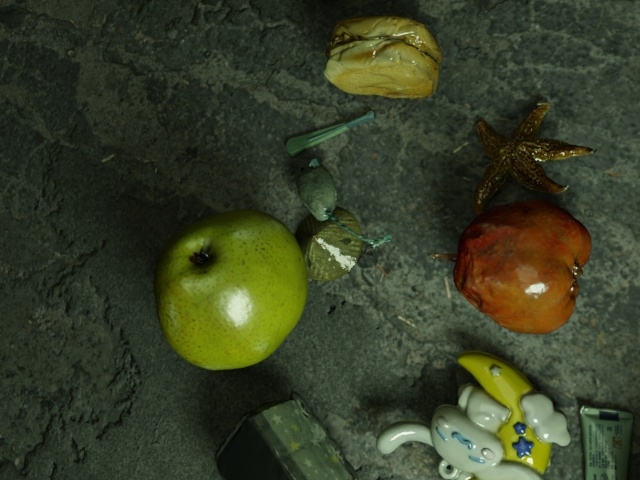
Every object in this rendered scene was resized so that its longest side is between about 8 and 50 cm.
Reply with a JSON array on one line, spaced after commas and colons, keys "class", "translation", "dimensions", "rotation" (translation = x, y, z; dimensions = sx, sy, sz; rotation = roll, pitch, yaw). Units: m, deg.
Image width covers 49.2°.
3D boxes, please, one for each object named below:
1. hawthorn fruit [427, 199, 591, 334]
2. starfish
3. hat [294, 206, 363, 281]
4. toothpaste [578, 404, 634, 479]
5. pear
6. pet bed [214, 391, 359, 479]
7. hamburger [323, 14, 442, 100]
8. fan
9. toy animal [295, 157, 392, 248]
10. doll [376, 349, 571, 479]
[{"class": "hawthorn fruit", "translation": [0.285, 0.034, 1.092], "dimensions": [0.243, 0.207, 0.207], "rotation": [9, 81, 31]}, {"class": "starfish", "translation": [0.328, -0.138, 1.157], "dimensions": [0.240, 0.043, 0.227], "rotation": [-55, 39, -7]}, {"class": "hat", "translation": [0.000, 0.000, 1.292], "dimensions": [0.146, 0.067, 0.146], "rotation": [-6, 76, 23]}, {"class": "toothpaste", "translation": [0.417, 0.381, 1.023], "dimensions": [0.069, 0.047, 0.268], "rotation": [-7, 72, 43]}, {"class": "pear", "translation": [-0.157, 0.082, 1.222], "dimensions": [0.294, 0.294, 0.294], "rotation": [-6, 75, 23]}, {"class": "pet bed", "translation": [-0.047, 0.382, 1.185], "dimensions": [0.211, 0.159, 0.183], "rotation": [50, 126, 27]}, {"class": "hamburger", "translation": [0.110, -0.321, 1.247], "dimensions": [0.214, 0.214, 0.108], "rotation": [8, 83, 26]}, {"class": "fan", "translation": [0.018, -0.213, 1.364], "dimensions": [0.193, 0.016, 0.038], "rotation": [-19, 68, 20]}, {"class": "toy animal", "translation": [0.021, -0.066, 1.278], "dimensions": [0.079, 0.070, 0.253], "rotation": [-43, 51, 1]}, {"class": "doll", "translation": [0.245, 0.303, 1.084], "dimensions": [0.252, 0.111, 0.237], "rotation": [36, 95, 18]}]
